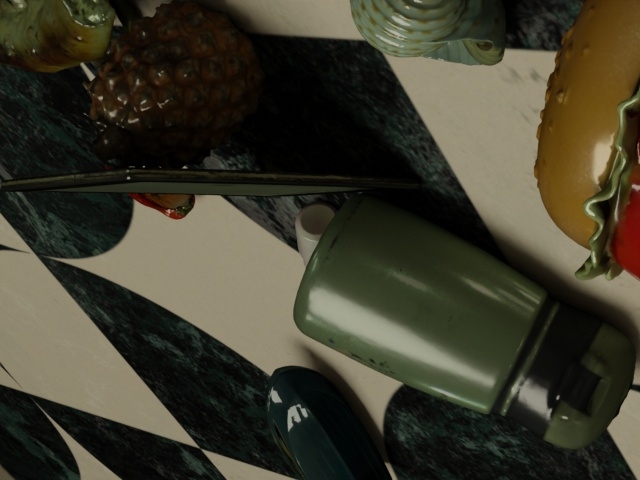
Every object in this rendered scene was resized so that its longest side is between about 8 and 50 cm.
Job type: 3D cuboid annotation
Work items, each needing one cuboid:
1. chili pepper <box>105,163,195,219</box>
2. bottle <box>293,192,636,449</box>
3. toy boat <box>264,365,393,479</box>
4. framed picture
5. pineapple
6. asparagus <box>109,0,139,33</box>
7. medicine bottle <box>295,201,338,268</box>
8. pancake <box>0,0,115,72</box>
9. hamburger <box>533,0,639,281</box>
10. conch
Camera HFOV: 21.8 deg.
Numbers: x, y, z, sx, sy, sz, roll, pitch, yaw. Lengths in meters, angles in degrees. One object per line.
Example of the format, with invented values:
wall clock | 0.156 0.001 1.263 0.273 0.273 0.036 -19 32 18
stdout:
chili pepper | -0.211 -0.059 2.045 0.178 0.045 0.027 23 144 38
bottle | 0.154 0.092 1.707 0.347 0.168 0.168 27 154 8
toy boat | -0.001 0.266 2.270 0.122 0.114 0.296 39 164 47
framed picture | -0.112 -0.057 1.684 0.347 0.016 0.265 1 178 -36
pineapple | -0.156 -0.142 1.642 0.166 0.193 0.166 30 147 22
asparagus | -0.230 -0.282 1.693 0.024 0.025 0.248 -107 -9 -47
medicine bottle | 0.000 0.000 1.864 0.052 0.052 0.089 27 154 19
pancake | -0.365 -0.291 1.752 0.426 0.067 0.305 33 156 29
hamburger | 0.260 -0.087 1.125 0.212 0.274 0.274 24 153 19
conch | 0.093 -0.191 1.349 0.135 0.102 0.153 22 -172 3
